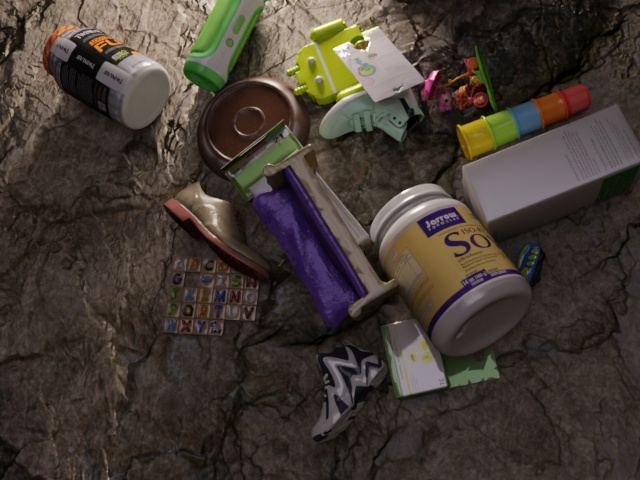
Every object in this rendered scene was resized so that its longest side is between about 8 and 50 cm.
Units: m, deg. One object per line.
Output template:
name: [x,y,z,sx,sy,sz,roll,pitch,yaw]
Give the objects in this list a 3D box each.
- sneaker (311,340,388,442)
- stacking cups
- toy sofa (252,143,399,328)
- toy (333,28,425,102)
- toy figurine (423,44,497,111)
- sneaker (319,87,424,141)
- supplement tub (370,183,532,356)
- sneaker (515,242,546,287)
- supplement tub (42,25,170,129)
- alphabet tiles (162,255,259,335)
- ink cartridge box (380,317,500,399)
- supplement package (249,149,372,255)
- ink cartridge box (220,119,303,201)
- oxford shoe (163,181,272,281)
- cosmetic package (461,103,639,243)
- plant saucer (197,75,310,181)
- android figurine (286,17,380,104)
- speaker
sneaker: [0.026,0.330,1.780,0.153,0.094,0.235,37,91,28]
stacking cups: [0.491,-0.285,1.874,0.316,0.096,0.096,-19,70,4]
toy sofa: [0.000,0.000,1.635,0.177,0.150,0.362,-31,80,-2]
toy: [0.143,-0.422,1.939,0.137,0.056,0.237,-25,56,-8]
toy figurine: [0.337,-0.374,1.934,0.159,0.130,0.173,-17,82,19]
sneaker: [0.130,-0.294,1.945,0.256,0.094,0.151,-29,62,-1]
supplement tub: [0.276,0.060,1.712,0.241,0.241,0.331,-33,57,0]
sneaker: [0.461,0.099,1.767,0.067,0.078,0.188,26,93,47]
supplement tub: [-0.578,-0.444,2.096,0.316,0.193,0.193,30,81,18]
alphabet tiles: [-0.269,0.138,1.944,0.237,0.009,0.198,1,73,13]
ink cartridge box: [0.269,0.253,1.770,0.235,0.056,0.171,-14,70,9]
supplement package: [-0.018,-0.047,1.826,0.145,0.204,0.262,-39,78,-1]
ink cartridge box: [-0.129,-0.182,1.853,0.189,0.255,0.097,-37,92,1]
oxford shoe: [-0.233,-0.032,1.928,0.348,0.123,0.130,38,74,21]
cosmetic package: [0.516,-0.141,1.766,0.365,0.197,0.155,-23,70,6]
plant saucer: [-0.182,-0.300,2.044,0.310,0.050,0.310,-3,72,10]
android figurine: [0.047,-0.459,2.042,0.273,0.056,0.248,-20,70,3]
speaker: [-0.256,-0.553,2.097,0.131,0.131,0.296,21,78,17]
